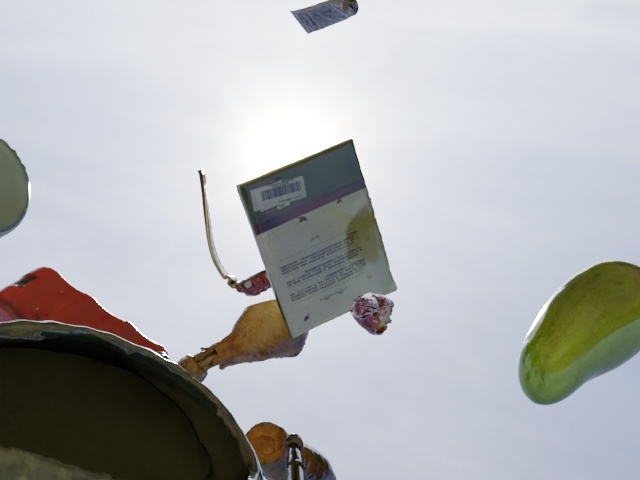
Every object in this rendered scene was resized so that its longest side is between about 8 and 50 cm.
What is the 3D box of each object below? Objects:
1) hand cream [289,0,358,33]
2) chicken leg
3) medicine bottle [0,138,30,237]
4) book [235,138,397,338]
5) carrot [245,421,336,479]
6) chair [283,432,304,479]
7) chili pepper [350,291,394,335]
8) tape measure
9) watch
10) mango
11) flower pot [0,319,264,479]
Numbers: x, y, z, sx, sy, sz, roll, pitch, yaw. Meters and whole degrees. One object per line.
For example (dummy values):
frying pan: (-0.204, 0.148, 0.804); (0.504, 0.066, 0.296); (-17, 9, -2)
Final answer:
hand cream: (0.004, -0.215, 1.000); (0.093, 0.030, 0.019); (-5, -137, 53)
chicken leg: (-0.133, 0.176, 1.742); (0.251, 0.087, 0.107); (-27, -113, -17)
medicine bottle: (-0.424, -0.041, 1.180); (0.168, 0.135, 0.135); (-24, -173, 35)
book: (0.000, 0.000, 1.657); (0.201, 0.289, 0.026); (-24, -152, -14)
carrot: (-0.042, 0.333, 1.561); (0.082, 0.173, 0.082); (-19, -132, 23)
chair: (-0.040, 0.500, 1.218); (0.364, 0.362, 0.410); (-39, -179, -6)
chili pepper: (0.052, 0.077, 1.135); (0.027, 0.045, 0.178); (23, 179, 16)
tape measure: (-0.336, 0.181, 1.388); (0.253, 0.260, 0.114); (34, -142, 14)
watch: (-0.145, -0.024, 2.071); (0.165, 0.268, 0.102); (-13, 175, 8)
mango: (0.403, 0.135, 1.587); (0.293, 0.175, 0.143); (-34, -136, -30)
flower pot: (-0.148, 0.144, 0.591); (0.243, 0.157, 0.189); (24, -154, -28)
